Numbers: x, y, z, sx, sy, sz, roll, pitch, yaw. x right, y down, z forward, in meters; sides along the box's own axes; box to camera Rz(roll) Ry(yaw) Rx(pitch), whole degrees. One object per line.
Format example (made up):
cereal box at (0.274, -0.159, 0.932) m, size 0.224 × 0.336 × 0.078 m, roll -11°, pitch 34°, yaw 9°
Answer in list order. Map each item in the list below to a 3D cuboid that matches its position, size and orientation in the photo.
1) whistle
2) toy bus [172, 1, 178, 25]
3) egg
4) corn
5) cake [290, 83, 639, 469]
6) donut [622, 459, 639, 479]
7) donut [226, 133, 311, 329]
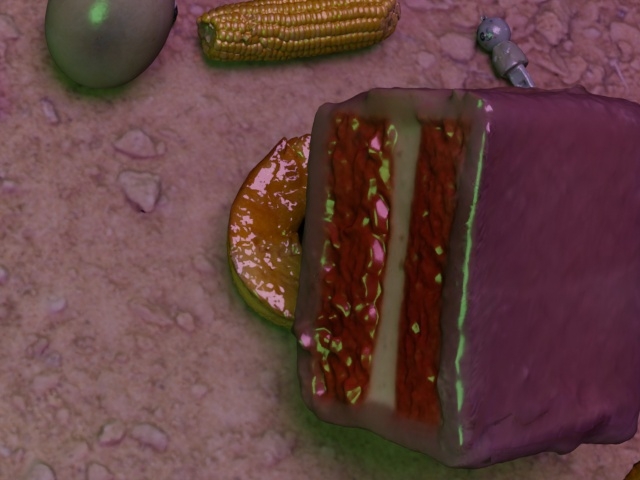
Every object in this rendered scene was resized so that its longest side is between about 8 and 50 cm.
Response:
whistle at (0.187, -0.185, 1.779) m, size 0.035 × 0.035 × 0.100 m, roll -23°, pitch 75°, yaw -23°
toy bus at (-0.177, -0.231, 1.700) m, size 0.083 × 0.037 × 0.031 m, roll 29°, pitch 62°, yaw -1°
egg at (-0.192, -0.210, 1.626) m, size 0.114 × 0.152 × 0.114 m, roll 24°, pitch 27°, yaw -13°
corn at (-0.018, -0.210, 1.717) m, size 0.206 × 0.067 × 0.067 m, roll -11°, pitch 69°, yaw -19°
cake at (0.132, 0.018, 1.487) m, size 0.230 × 0.237 × 0.308 m, roll 2°, pitch 95°, yaw -43°
donut at (0.316, 0.297, 1.541) m, size 0.085 × 0.141 × 0.217 m, roll 8°, pitch 64°, yaw -23°
donut at (-0.002, 0.000, 1.624) m, size 0.174 × 0.074 × 0.190 m, roll 22°, pitch 67°, yaw -6°
